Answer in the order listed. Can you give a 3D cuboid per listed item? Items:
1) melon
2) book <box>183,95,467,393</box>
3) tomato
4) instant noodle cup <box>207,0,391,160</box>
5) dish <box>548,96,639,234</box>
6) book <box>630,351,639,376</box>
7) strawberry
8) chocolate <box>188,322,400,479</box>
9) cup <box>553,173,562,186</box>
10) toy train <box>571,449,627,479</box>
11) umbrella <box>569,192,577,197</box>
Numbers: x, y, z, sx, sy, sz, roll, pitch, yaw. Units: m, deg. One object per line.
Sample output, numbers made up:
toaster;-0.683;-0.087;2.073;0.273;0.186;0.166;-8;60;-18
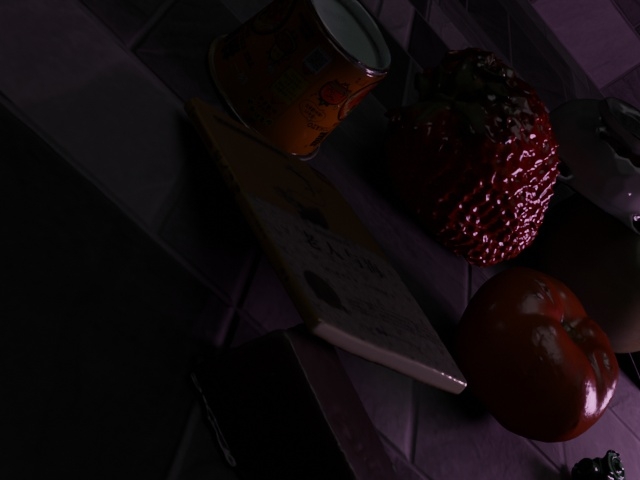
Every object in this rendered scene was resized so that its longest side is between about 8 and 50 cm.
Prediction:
melon;0.537;0.046;1.606;0.268;0.268;0.330;30;30;-38
book;0.000;0.000;0.977;0.269;0.032;0.389;27;22;-45
tomato;0.294;0.158;1.216;0.260;0.180;0.260;38;31;-27
instant noodle cup;-0.020;-0.242;1.165;0.216;0.172;0.216;35;35;-29
dish;0.513;-0.158;1.490;0.303;0.120;0.303;23;35;-18
book;0.650;0.131;1.823;0.239;0.035;0.352;61;16;-51
strawberry;0.266;-0.125;1.397;0.351;0.267;0.312;60;41;-30
chocolate;0.007;0.221;0.792;0.112;0.112;0.321;-7;66;-60
cup;0.408;-0.123;1.651;0.255;0.178;0.256;40;24;17
toy train;0.457;0.409;1.303;0.200;0.083;0.132;36;37;-29
umbrella;0.649;-0.060;2.041;0.106;0.113;0.357;41;24;20
